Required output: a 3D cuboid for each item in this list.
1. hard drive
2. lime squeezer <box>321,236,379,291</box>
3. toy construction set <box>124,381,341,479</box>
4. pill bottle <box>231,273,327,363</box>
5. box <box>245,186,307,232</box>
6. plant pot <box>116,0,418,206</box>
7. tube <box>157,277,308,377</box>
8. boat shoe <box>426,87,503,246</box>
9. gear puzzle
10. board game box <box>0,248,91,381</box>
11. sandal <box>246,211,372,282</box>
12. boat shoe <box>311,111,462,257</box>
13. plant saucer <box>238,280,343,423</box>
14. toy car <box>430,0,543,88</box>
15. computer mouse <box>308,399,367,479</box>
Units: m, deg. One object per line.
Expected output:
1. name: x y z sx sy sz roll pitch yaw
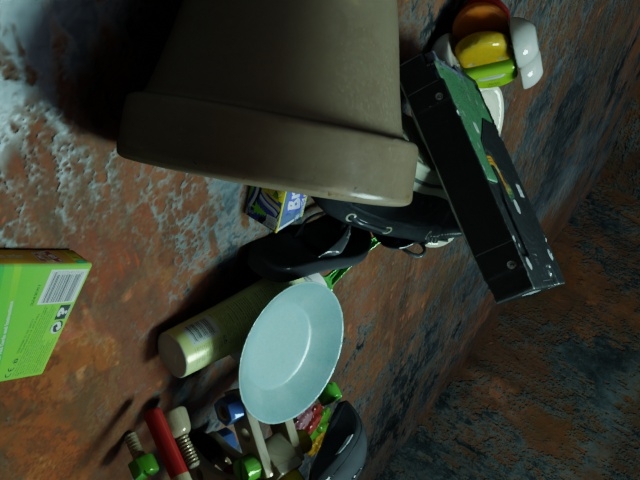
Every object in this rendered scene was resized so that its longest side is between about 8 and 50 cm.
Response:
1. hard drive: 0.224 -0.082 1.140 0.064 0.339 0.237 -25 170 23
2. lime squeezer: -0.007 0.091 1.300 0.110 0.059 0.310 -42 -173 46
3. toy construction set: -0.105 0.334 1.127 0.257 0.237 0.309 -37 158 20
4. pill bottle: -0.063 0.107 1.185 0.160 0.087 0.087 -47 156 -25
5. box: -0.042 -0.096 1.001 0.059 0.054 0.169 -35 150 -46
6. plant pot: -0.027 -0.162 0.721 0.263 0.263 0.229 -2 104 -65
7. tube: -0.100 0.105 1.084 0.240 0.062 0.070 -25 131 -40
8. boat shoe: 0.232 -0.146 1.488 0.117 0.096 0.324 2 123 -19
9. gear puzzle: -0.032 0.429 1.758 0.175 0.044 0.339 -56 159 -7
10. board game box: -0.302 0.067 0.671 0.124 0.039 0.259 -63 161 10
11. sandal: 0.000 0.001 1.167 0.254 0.097 0.054 -23 140 -56
12. boat shoe: 0.133 -0.076 1.246 0.156 0.187 0.500 -40 159 18
13. plant saucer: -0.046 0.142 1.084 0.195 0.037 0.195 -22 121 -43
14. toy car: 0.258 -0.308 1.295 0.182 0.159 0.136 34 49 -66
15. computer mouse: 0.017 0.360 1.148 0.262 0.060 0.184 -56 153 -57
